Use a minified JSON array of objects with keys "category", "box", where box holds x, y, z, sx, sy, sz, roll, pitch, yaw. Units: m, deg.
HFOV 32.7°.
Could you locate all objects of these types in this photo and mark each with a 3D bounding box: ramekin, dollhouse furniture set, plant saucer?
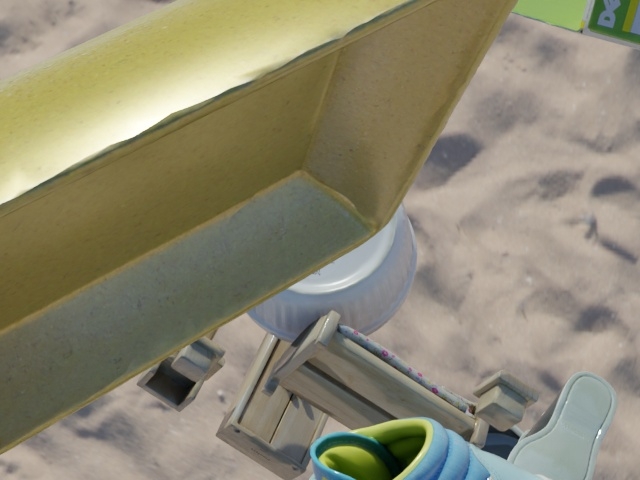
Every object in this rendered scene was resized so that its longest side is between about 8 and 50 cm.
[{"category":"ramekin","box":[0.000,0.000,1.151,0.207,0.109,0.207,-1,67,2]},{"category":"dollhouse furniture set","box":[0.019,0.102,1.153,0.303,0.355,0.174,34,51,-10]},{"category":"plant saucer","box":[-0.078,-0.025,0.584,0.332,0.333,0.081,-29,75,-21]}]

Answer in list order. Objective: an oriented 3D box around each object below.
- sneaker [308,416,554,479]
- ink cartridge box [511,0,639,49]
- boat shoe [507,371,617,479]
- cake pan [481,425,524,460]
[{"category":"sneaker","box":[0.033,0.266,0.871,0.208,0.127,0.319,36,103,-15]},{"category":"ink cartridge box","box":[0.206,-0.198,0.736,0.255,0.189,0.097,20,116,19]},{"category":"boat shoe","box":[0.332,0.309,1.540,0.114,0.091,0.302,37,46,17]},{"category":"cake pan","box":[0.246,0.423,1.729,0.293,0.054,0.293,-26,51,36]}]
